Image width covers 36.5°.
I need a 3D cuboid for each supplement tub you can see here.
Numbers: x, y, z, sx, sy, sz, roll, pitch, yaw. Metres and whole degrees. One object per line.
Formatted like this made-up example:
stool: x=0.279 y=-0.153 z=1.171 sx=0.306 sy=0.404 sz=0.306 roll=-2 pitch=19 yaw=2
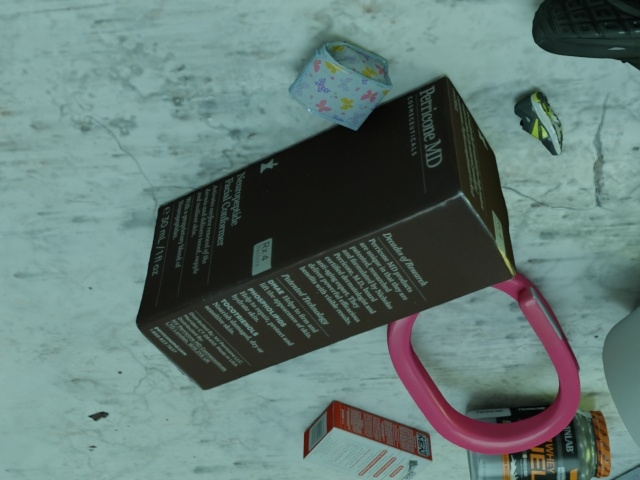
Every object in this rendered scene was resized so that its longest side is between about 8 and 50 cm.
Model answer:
supplement tub: x=0.302 y=0.290 z=1.359 sx=0.190 sy=0.117 sz=0.117 roll=-5 pitch=133 yaw=6

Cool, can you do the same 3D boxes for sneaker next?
sneaker: x=0.232 y=-0.122 z=1.029 sx=0.035 sy=0.031 sz=0.083 roll=-12 pitch=130 yaw=30
sneaker: x=0.343 y=-0.187 z=0.914 sx=0.286 sy=0.109 sz=0.130 roll=-1 pitch=140 yaw=4

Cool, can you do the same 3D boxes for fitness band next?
fitness band: x=0.207 y=0.152 z=1.233 sx=0.209 sy=0.054 sz=0.291 roll=-25 pitch=115 yaw=18

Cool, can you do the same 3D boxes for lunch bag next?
lunch bag: x=0.019 y=-0.160 z=0.977 sx=0.083 sy=0.053 sz=0.071 roll=16 pitch=135 yaw=-26

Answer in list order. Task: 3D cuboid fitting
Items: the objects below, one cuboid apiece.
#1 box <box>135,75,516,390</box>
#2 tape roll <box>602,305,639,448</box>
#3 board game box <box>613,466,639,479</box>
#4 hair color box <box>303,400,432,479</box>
box: x=0.000 y=0.000 z=1.035 sx=0.381 sy=0.191 sz=0.143 roll=-22 pitch=130 yaw=20
tape roll: x=0.470 y=0.186 z=1.143 sx=0.286 sy=0.286 sz=0.100 roll=25 pitch=130 yaw=-21
board game box: x=0.621 y=0.426 z=1.517 sx=0.318 sy=0.066 sz=0.318 roll=31 pitch=127 yaw=-26
hair color box: x=0.069 y=0.302 z=1.419 sx=0.167 sy=0.053 sz=0.093 roll=24 pitch=129 yaw=-18
